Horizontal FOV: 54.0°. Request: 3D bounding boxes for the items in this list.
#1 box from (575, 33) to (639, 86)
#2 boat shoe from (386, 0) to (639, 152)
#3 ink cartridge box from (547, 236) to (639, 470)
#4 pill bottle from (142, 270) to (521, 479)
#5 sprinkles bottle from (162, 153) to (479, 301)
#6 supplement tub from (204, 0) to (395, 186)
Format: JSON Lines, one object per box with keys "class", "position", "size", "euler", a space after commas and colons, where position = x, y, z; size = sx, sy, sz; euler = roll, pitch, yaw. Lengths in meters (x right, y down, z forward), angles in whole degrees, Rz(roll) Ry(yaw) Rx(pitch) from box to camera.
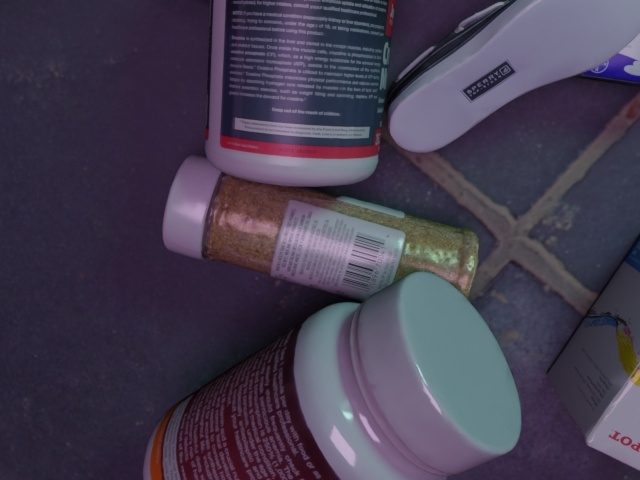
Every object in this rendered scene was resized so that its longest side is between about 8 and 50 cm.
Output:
{"class": "box", "position": [0.349, -0.239, 0.681], "size": [0.126, 0.072, 0.137], "euler": [9, 104, 2]}
{"class": "boat shoe", "position": [0.200, -0.208, 0.668], "size": [0.301, 0.102, 0.108], "euler": [-32, 128, 28]}
{"class": "ink cartridge box", "position": [0.411, 0.138, 0.723], "size": [0.171, 0.168, 0.233], "euler": [27, 105, -2]}
{"class": "pill bottle", "position": [0.002, 0.208, 0.695], "size": [0.392, 0.224, 0.224], "euler": [-36, 99, 31]}
{"class": "sprinkles bottle", "position": [0.000, 0.000, 0.747], "size": [0.355, 0.121, 0.121], "euler": [16, 105, 0]}
{"class": "supplement tub", "position": [-0.022, -0.204, 0.660], "size": [0.191, 0.191, 0.272], "euler": [6, 105, 3]}
